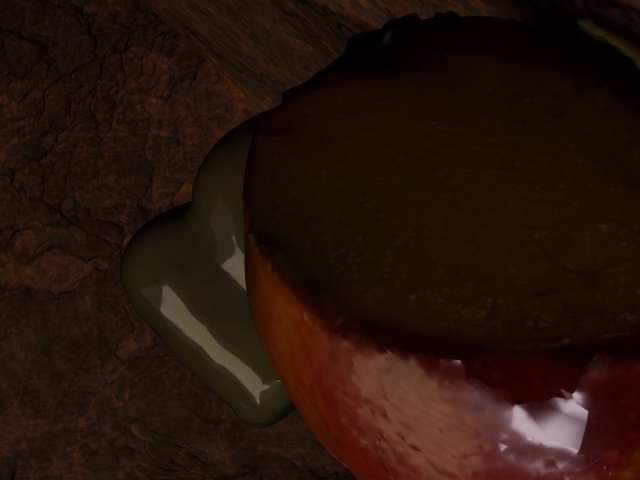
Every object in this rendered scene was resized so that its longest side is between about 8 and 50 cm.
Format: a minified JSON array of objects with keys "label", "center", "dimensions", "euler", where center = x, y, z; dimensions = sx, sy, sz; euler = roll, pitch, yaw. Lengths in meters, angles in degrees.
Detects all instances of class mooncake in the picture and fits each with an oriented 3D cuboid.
[{"label":"mooncake","center":[0.000,0.000,1.407],"dimensions":[0.262,0.467,0.467],"euler":[48,178,10]}]

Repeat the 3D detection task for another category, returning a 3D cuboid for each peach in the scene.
[{"label":"peach","center":[0.128,0.035,0.823],"dimensions":[0.406,0.335,0.310],"euler":[39,160,46]}]
